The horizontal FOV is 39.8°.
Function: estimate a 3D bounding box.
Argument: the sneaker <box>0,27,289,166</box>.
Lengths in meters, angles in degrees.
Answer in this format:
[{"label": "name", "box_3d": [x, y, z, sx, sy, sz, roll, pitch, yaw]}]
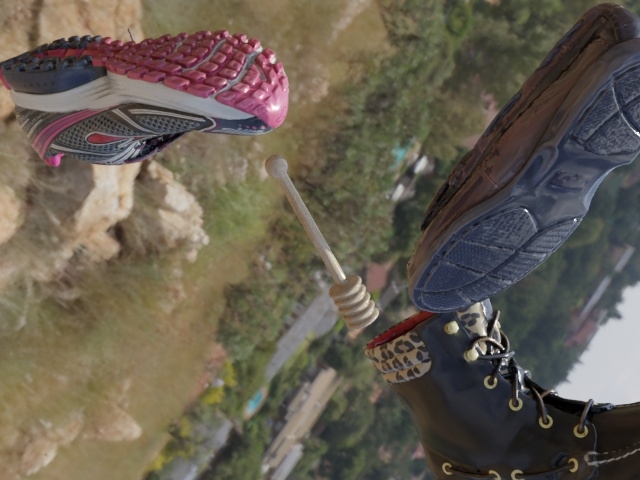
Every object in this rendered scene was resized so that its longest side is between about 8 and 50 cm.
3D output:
[{"label": "sneaker", "box_3d": [-0.154, -0.122, 0.796, 0.121, 0.299, 0.112, -43, 131, -45]}]

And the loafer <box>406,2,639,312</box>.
[{"label": "loafer", "box_3d": [0.171, -0.060, 0.737, 0.109, 0.095, 0.302, 15, 131, -29]}]

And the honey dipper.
[{"label": "honey dipper", "box_3d": [0.000, 0.000, 0.713, 0.030, 0.160, 0.030, -25, -161, 9]}]

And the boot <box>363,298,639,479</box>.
[{"label": "boot", "box_3d": [0.247, 0.183, 1.058, 0.377, 0.284, 0.138, -31, -179, 38]}]
